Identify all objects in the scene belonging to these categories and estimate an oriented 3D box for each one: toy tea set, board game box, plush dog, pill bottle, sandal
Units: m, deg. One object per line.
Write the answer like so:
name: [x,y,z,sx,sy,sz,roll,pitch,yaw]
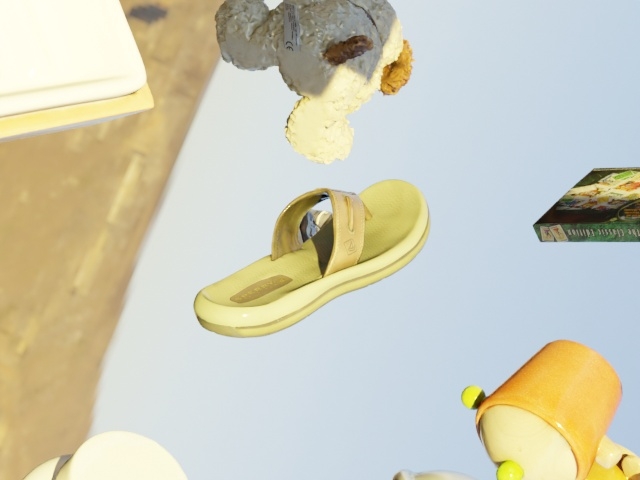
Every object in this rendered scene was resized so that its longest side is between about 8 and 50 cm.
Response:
toy tea set: [0.256,0.175,1.205,0.336,0.200,0.124,-6,-147,48]
board game box: [0.374,-0.041,1.828,0.259,0.030,0.136,1,-151,47]
plush dog: [0.023,-0.268,2.198,0.210,0.262,0.225,-29,-164,40]
pill bottle: [-0.259,0.327,1.697,0.318,0.176,0.176,-49,-163,41]
sandal: [0.000,0.001,1.587,0.303,0.120,0.086,-31,119,-44]

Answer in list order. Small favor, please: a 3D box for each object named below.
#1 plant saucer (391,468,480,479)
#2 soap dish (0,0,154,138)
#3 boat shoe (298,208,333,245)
plant saucer: [0.253,0.379,1.872,0.100,0.400,0.400,-45,-170,3]
soap dish: [-0.330,-0.193,1.579,0.118,0.291,0.229,-38,-109,53]
boat shoe: [0.000,0.011,2.140,0.206,0.065,0.075,-107,-172,-64]
